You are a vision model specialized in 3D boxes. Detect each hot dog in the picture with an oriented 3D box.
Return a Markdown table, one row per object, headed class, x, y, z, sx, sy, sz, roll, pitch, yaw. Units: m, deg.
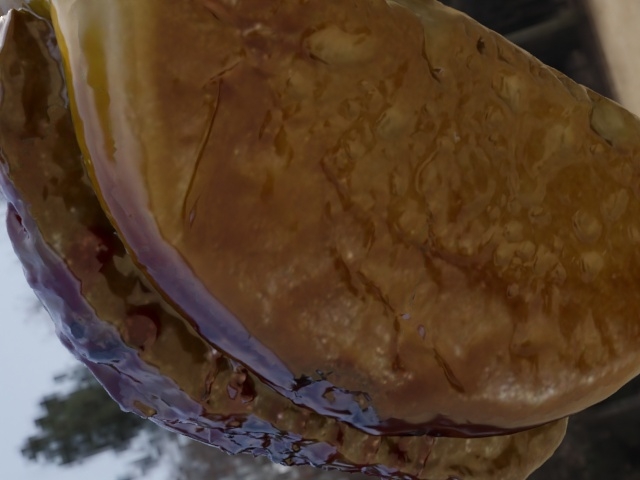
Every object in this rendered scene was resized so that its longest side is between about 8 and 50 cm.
| class | x | y | z | sx | sy | sz | roll | pitch | yaw |
| --- | --- | --- | --- | --- | --- | --- | --- | --- | --- |
| hot dog | 0.001 | 0.000 | 0.793 | 0.405 | 0.185 | 0.223 | 25 | -100 | -30 |
